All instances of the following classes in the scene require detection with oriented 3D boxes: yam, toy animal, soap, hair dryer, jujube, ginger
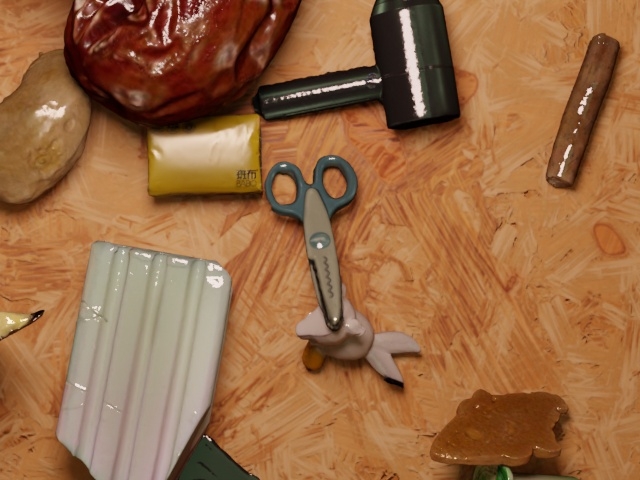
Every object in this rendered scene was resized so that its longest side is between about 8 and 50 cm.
[{"bbox_3d":[0.396,-0.195,1.937,0.057,0.057,0.241,18,88,-4],"label":"yam"},{"bbox_3d":[0.046,0.155,1.886,0.127,0.182,0.131,31,83,38],"label":"toy animal"},{"bbox_3d":[-0.251,0.187,1.838,0.208,0.115,0.346,9,83,0],"label":"soap"},{"bbox_3d":[0.039,-0.274,1.893,0.303,0.116,0.244,-11,88,3],"label":"hair dryer"},{"bbox_3d":[-0.180,-0.333,1.786,0.276,0.276,0.376,30,83,-4],"label":"jujube"},{"bbox_3d":[-0.414,-0.151,1.838,0.138,0.152,0.267,43,81,-32],"label":"ginger"}]

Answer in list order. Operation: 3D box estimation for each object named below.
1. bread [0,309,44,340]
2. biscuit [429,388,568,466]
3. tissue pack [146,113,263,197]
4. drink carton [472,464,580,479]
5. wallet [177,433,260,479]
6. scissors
[{"bbox_3d":[-0.591,0.208,1.739,0.405,0.346,0.242,5,82,-12],"label":"bread"},{"bbox_3d":[0.261,0.278,1.880,0.250,0.162,0.035,-14,124,-30],"label":"biscuit"},{"bbox_3d":[-0.168,-0.123,1.879,0.169,0.082,0.119,-1,91,-4],"label":"tissue pack"},{"bbox_3d":[0.308,0.399,1.892,0.142,0.144,0.146,5,90,-14],"label":"drink carton"},{"bbox_3d":[-0.239,0.464,1.889,0.197,0.051,0.377,44,85,-1],"label":"wallet"},{"bbox_3d":[0.000,0.000,1.853,0.138,0.041,0.289,-7,61,-5],"label":"scissors"}]
